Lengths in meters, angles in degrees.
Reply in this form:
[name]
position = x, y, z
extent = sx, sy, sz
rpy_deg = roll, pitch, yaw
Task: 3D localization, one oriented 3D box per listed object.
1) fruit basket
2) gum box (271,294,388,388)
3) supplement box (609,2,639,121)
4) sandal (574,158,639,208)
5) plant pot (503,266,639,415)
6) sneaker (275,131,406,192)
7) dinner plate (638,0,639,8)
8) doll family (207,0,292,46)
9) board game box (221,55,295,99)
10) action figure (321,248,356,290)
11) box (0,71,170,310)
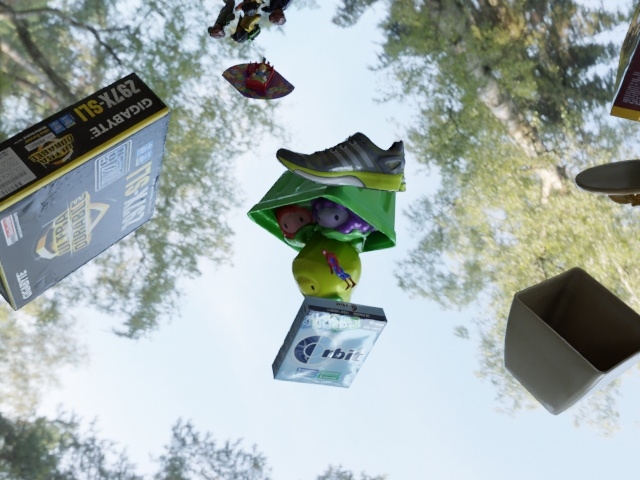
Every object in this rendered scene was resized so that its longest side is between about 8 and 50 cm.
[fruit basket]
position = 0.000, 0.000, 1.702
extent = 0.392, 0.283, 0.392
rpy_deg = -35, -144, 30
[gum box]
position = 0.014, 0.190, 1.246
extent = 0.041, 0.157, 0.184
rpy_deg = -106, -146, -50
[supplement box]
position = 0.520, -0.296, 0.978
extent = 0.129, 0.194, 0.191
rpy_deg = 16, -128, 14
[sandal]
position = 0.466, -0.062, 0.910
extent = 0.240, 0.079, 0.088
rpy_deg = -4, -149, 45
[plant pot]
position = 0.246, 0.107, 0.674
extent = 0.109, 0.109, 0.096
rpy_deg = 47, -43, 34
[sneaker]
position = 0.050, -0.182, 1.494
extent = 0.111, 0.300, 0.121
rpy_deg = -141, -122, -74
[dinner plate]
position = 0.383, -0.273, 0.695
extent = 0.141, 0.017, 0.141
rpy_deg = 174, -90, -72
[doll family]
position = -0.105, -0.367, 1.076
extent = 0.193, 0.076, 0.111
rpy_deg = -26, -138, 48
[board game box]
position = -0.140, -0.373, 1.528
extent = 0.169, 0.133, 0.033
rpy_deg = 47, -38, 35
[action figure]
position = 0.039, 0.066, 1.598
extent = 0.030, 0.115, 0.038
rpy_deg = -39, -171, -30
[box]
position = -0.337, -0.054, 0.914
extent = 0.079, 0.322, 0.257
rpy_deg = 46, -120, 6
